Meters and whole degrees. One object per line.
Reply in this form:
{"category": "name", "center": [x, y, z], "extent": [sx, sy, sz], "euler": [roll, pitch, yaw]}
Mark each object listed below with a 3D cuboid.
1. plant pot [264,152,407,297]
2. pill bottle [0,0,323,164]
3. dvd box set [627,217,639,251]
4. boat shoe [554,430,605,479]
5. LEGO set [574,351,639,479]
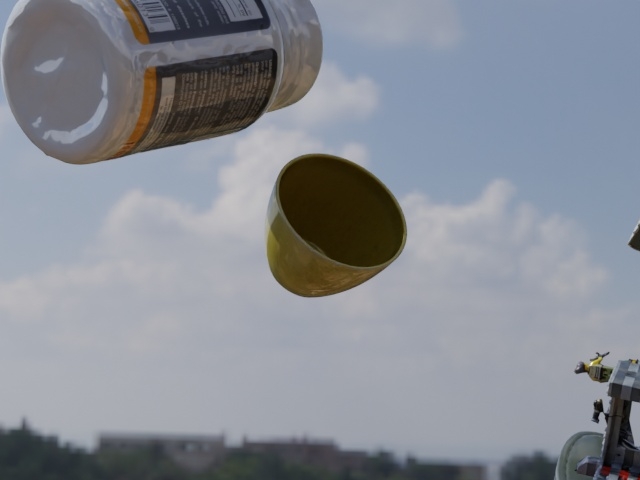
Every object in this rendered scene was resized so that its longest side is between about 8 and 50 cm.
{"category": "plant pot", "center": [0.000, 0.000, 1.658], "extent": [0.134, 0.134, 0.095], "euler": [5, -40, -29]}
{"category": "pill bottle", "center": [-0.133, -0.164, 1.578], "extent": [0.162, 0.162, 0.278], "euler": [-4, 8, 39]}
{"category": "dvd box set", "center": [0.446, -0.195, 1.834], "extent": [0.062, 0.420, 0.307], "euler": [25, -9, 7]}
{"category": "boat shoe", "center": [0.218, 0.233, 1.386], "extent": [0.081, 0.068, 0.227], "euler": [12, 28, -1]}
{"category": "LEGO set", "center": [0.306, 0.065, 1.378], "extent": [0.192, 0.331, 0.255], "euler": [11, 29, 14]}
